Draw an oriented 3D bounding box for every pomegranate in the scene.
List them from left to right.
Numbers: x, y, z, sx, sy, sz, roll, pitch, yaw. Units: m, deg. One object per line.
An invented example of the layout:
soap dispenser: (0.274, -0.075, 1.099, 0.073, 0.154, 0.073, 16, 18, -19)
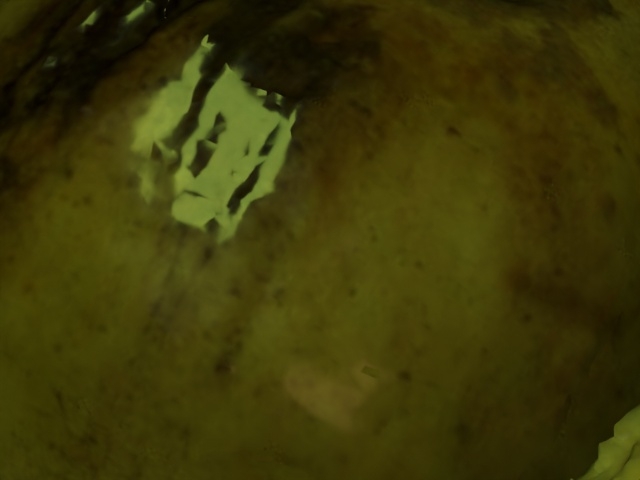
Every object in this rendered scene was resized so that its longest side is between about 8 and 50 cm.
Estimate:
pomegranate: (0.000, 0.000, 0.527, 0.322, 0.322, 0.322, -7, 61, 14)

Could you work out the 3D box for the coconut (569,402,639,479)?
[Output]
coconut: (0.192, 0.169, 0.354, 0.346, 0.346, 0.360, -26, 46, 3)
